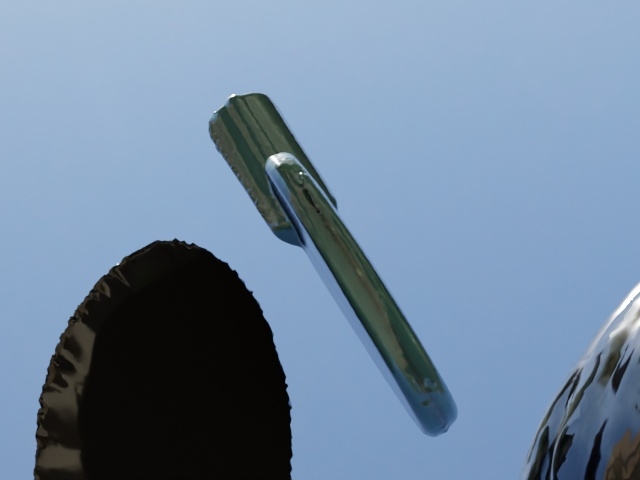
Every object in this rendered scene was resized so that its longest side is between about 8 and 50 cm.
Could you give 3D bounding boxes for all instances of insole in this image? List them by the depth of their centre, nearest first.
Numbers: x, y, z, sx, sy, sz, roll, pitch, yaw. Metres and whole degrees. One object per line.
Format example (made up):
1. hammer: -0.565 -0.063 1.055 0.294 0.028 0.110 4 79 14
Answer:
1. insole: -0.059 0.120 0.581 0.109 0.007 0.322 27 -137 -24

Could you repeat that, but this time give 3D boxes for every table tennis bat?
1. table tennis bat: 0.000 0.000 0.684 0.033 0.124 0.201 -31 -138 -2

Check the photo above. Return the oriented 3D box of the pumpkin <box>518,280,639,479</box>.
1. pumpkin: 0.169 0.132 0.466 0.296 0.296 0.295 8 -129 -10
